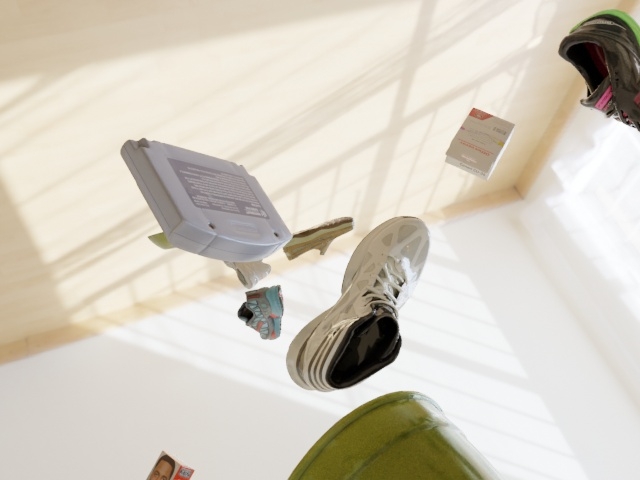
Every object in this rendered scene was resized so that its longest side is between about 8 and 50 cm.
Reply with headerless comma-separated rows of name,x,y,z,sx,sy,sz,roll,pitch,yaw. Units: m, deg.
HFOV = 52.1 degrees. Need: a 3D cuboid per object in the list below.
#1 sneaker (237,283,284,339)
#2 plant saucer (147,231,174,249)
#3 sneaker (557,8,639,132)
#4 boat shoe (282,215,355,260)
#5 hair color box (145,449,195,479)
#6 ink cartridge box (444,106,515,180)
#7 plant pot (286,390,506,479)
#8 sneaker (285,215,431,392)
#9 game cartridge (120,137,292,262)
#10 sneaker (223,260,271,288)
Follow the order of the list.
sneaker,-0.172,0.200,1.834,0.125,0.104,0.262,-2,146,-9
plant saucer,-0.239,-0.017,1.373,0.240,0.037,0.241,-12,180,0
sneaker,0.712,-0.310,1.486,0.202,0.483,0.185,-23,154,-11
boat shoe,0.000,0.000,1.550,0.189,0.072,0.068,-18,-171,19
hair color box,-0.308,0.487,1.256,0.043,0.071,0.141,42,71,-43
ink cartridge box,0.375,-0.222,1.567,0.198,0.115,0.067,-53,162,-35
plant pot,0.168,0.459,0.896,0.366,0.353,0.367,-18,122,-31
sneaker,0.135,0.127,1.308,0.448,0.169,0.257,-52,-163,-19
game cartridge,-0.166,-0.055,1.039,0.060,0.196,0.294,-45,157,19
sneaker,-0.227,0.044,1.966,0.115,0.232,0.090,-25,148,-25
